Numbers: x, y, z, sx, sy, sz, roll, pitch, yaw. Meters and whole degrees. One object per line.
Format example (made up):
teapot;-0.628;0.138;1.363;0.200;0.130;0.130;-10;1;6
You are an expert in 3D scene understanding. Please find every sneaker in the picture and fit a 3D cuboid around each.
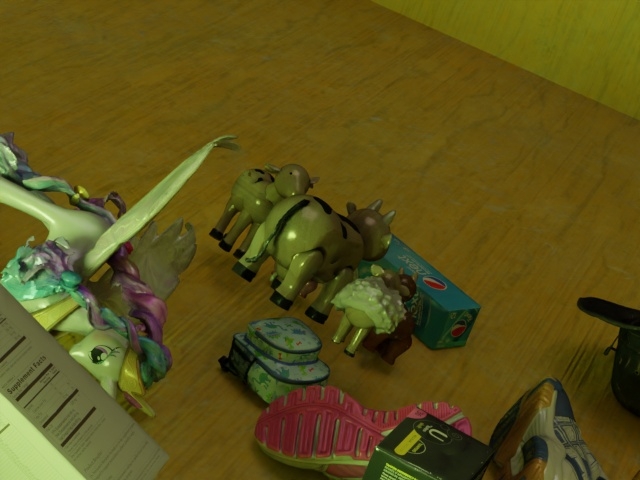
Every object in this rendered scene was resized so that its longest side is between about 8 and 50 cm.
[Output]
sneaker;0.282;0.274;2.109;0.131;0.112;0.296;37;24;-7
sneaker;0.048;0.241;1.976;0.252;0.111;0.103;7;51;16

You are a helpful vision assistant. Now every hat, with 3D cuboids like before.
hat;0.484;0.186;2.389;0.331;0.134;0.331;20;5;-2

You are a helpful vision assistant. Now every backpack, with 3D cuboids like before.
backpack;-0.045;0.148;2.103;0.105;0.084;0.114;-4;35;-41

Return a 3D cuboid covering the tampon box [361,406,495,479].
tampon box;0.095;0.281;1.836;0.101;0.161;0.120;27;24;14

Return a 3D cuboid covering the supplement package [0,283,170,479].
supplement package;-0.289;0.184;1.656;0.244;0.139;0.134;47;24;-5

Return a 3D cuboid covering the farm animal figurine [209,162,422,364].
farm animal figurine;0.000;0.000;2.231;0.330;0.172;0.327;34;5;13

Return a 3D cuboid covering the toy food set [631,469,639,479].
toy food set;0.460;0.355;2.032;0.232;0.111;0.104;26;24;18

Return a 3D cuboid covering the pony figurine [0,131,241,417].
pony figurine;-0.280;0.015;2.033;0.363;0.303;0.351;28;57;8

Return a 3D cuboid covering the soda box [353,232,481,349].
soda box;0.123;0.066;2.433;0.071;0.067;0.210;-4;34;-43
